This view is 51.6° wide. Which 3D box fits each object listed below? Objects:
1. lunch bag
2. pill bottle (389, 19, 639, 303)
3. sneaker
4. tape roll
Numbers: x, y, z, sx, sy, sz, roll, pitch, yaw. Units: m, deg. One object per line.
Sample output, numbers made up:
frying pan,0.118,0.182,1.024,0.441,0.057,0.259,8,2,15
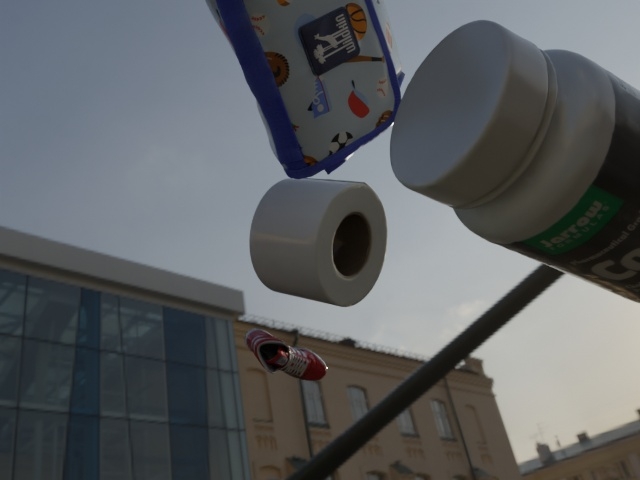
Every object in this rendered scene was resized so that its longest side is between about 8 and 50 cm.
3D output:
lunch bag,-0.020,-0.310,0.992,0.239,0.385,0.327,-11,-63,24
pill bottle,0.266,-0.071,0.696,0.361,0.204,0.204,20,-43,-25
sneaker,-0.038,0.151,0.831,0.118,0.042,0.067,28,-3,-17
tape roll,0.000,0.000,1.325,0.169,0.246,0.246,8,-18,37
